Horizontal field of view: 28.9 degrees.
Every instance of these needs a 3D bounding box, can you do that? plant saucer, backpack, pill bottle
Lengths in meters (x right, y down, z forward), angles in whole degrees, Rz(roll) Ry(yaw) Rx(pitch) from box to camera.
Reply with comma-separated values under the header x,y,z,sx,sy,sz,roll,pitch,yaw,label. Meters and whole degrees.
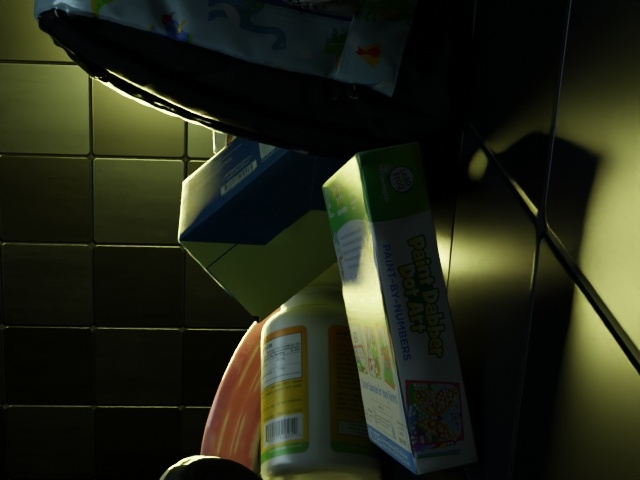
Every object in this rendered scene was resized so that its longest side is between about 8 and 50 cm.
x,y,z,sx,sy,sz,roll,pitch,yaw,label
-0.098,0.281,2.151,0.332,0.084,0.332,20,-90,-75,plant saucer
-0.068,-0.201,1.088,0.290,0.355,0.274,-177,89,-85,backpack
-0.001,0.156,1.431,0.136,0.136,0.246,104,166,-66,pill bottle

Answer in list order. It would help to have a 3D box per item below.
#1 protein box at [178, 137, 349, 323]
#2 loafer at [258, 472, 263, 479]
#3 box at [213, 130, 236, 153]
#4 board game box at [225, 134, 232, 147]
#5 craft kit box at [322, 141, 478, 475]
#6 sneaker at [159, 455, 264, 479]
x,y,z,sx,sy,sz,roll,pitch,yaw,label
-0.044,-0.049,1.419,0.136,0.199,0.201,48,-170,-19,protein box
-0.047,0.390,1.968,0.112,0.111,0.320,-102,13,-52,loafer
-0.055,-0.157,1.749,0.275,0.094,0.113,17,-108,-70,box
-0.082,-0.185,1.535,0.133,0.033,0.169,107,176,-60,board game box
0.059,0.056,1.039,0.250,0.060,0.247,157,99,-83,craft kit box
-0.140,0.416,1.454,0.169,0.257,0.448,-48,-52,-36,sneaker
